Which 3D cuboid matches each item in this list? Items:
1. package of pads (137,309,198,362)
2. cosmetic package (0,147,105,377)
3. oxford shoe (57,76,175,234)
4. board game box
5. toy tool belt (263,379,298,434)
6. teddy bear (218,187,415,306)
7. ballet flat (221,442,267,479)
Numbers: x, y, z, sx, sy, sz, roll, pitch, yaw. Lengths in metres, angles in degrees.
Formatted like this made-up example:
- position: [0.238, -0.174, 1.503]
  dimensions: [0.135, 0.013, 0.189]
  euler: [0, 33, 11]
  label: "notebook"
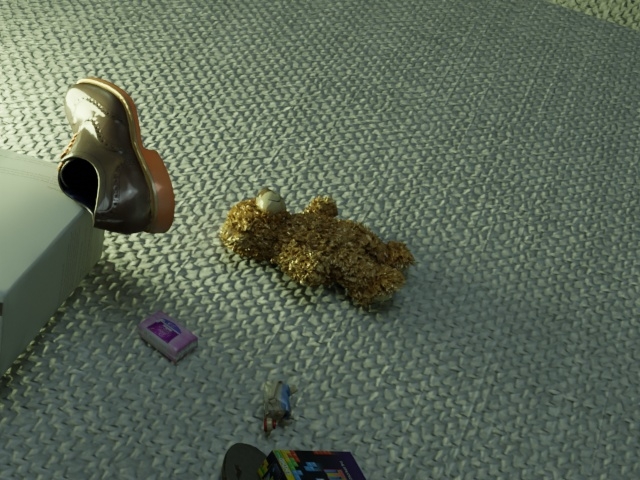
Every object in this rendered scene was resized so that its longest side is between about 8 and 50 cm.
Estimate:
- position: [-0.233, 0.147, 1.631]
  dimensions: [0.083, 0.032, 0.050]
  euler: [33, 42, 23]
  label: "package of pads"
- position: [-0.480, 0.019, 1.573]
  dimensions: [0.217, 0.156, 0.385]
  euler: [17, 30, 6]
  label: "cosmetic package"
- position: [-0.344, -0.141, 1.634]
  dimensions: [0.132, 0.130, 0.364]
  euler: [-7, 38, -30]
  label: "oxford shoe"
- position: [0.013, 0.354, 1.402]
  dimensions: [0.141, 0.048, 0.170]
  euler: [9, 35, -39]
  label: "board game box"
- position: [-0.057, 0.242, 1.550]
  dimensions: [0.051, 0.052, 0.083]
  euler: [-1, 41, -2]
  label: "toy tool belt"
- position: [0.000, 0.000, 1.806]
  dimensions: [0.338, 0.113, 0.245]
  euler: [30, 40, 20]
  label: "teddy bear"
- position: [-0.083, 0.370, 1.396]
  dimensions: [0.084, 0.058, 0.250]
  euler: [7, 35, -25]
  label: "ballet flat"
